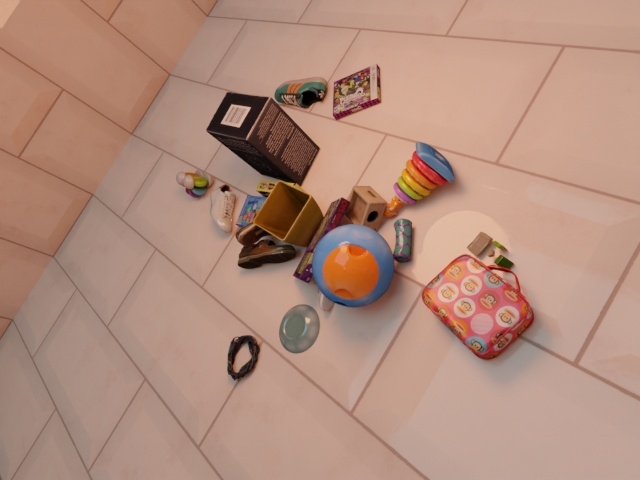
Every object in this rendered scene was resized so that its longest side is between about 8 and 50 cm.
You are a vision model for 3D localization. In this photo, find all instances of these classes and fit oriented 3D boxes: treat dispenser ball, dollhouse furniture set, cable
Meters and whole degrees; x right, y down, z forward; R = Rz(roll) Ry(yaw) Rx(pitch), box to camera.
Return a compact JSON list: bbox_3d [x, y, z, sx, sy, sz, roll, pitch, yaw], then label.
[{"bbox_3d":[0.113,0.087,1.576,0.288,0.288,0.289,-15,60,28],"label":"treat dispenser ball"},{"bbox_3d":[0.554,0.038,1.466,0.076,0.058,0.152,-53,30,11],"label":"dollhouse furniture set"},{"bbox_3d":[-0.318,0.481,1.848,0.150,0.047,0.185,-2,64,29],"label":"cable"}]

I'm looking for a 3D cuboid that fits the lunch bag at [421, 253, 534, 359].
[{"bbox_3d":[0.485,0.183,1.379,0.258,0.120,0.293,-46,50,7],"label":"lunch bag"}]

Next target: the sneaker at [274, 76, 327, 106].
[{"bbox_3d":[-0.112,-0.721,2.245,0.301,0.108,0.121,-3,62,32],"label":"sneaker"}]

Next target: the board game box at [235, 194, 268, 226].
[{"bbox_3d":[-0.285,-0.125,2.112,0.210,0.047,0.160,11,75,38],"label":"board game box"}]

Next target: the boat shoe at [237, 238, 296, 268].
[{"bbox_3d":[-0.238,0.043,1.957,0.307,0.110,0.105,-11,62,30],"label":"boat shoe"}]

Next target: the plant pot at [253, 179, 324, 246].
[{"bbox_3d":[-0.110,-0.091,1.883,0.212,0.187,0.212,29,86,40],"label":"plant pot"}]

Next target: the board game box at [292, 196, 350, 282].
[{"bbox_3d":[0.000,0.000,1.776,0.347,0.056,0.208,-62,12,-5],"label":"board game box"}]

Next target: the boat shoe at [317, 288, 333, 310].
[{"bbox_3d":[0.019,0.182,1.745,0.063,0.066,0.184,-13,63,46],"label":"boat shoe"}]

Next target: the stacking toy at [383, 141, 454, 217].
[{"bbox_3d":[0.335,-0.196,1.668,0.302,0.175,0.166,-50,11,27],"label":"stacking toy"}]

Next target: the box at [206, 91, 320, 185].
[{"bbox_3d":[-0.246,-0.448,2.016,0.293,0.395,0.212,21,80,39],"label":"box"}]

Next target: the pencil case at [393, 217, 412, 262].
[{"bbox_3d":[0.295,0.001,1.637,0.070,0.064,0.152,-1,66,17],"label":"pencil case"}]

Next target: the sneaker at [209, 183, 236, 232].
[{"bbox_3d":[-0.471,-0.170,2.225,0.123,0.106,0.290,-37,51,18],"label":"sneaker"}]

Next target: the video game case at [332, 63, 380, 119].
[{"bbox_3d":[0.164,-0.682,2.077,0.231,0.041,0.211,-13,60,30],"label":"video game case"}]

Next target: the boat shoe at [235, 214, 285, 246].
[{"bbox_3d":[-0.255,-0.063,1.971,0.257,0.095,0.095,-25,29,-29],"label":"boat shoe"}]

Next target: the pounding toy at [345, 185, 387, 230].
[{"bbox_3d":[0.178,-0.076,1.734,0.181,0.094,0.206,52,137,44],"label":"pounding toy"}]

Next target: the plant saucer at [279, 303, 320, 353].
[{"bbox_3d":[-0.093,0.338,1.760,0.194,0.037,0.195,-15,60,29],"label":"plant saucer"}]

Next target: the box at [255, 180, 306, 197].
[{"bbox_3d":[-0.182,-0.224,2.067,0.232,0.087,0.058,9,71,38],"label":"box"}]

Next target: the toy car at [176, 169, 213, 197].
[{"bbox_3d":[-0.675,-0.298,2.424,0.181,0.159,0.137,25,118,39],"label":"toy car"}]
